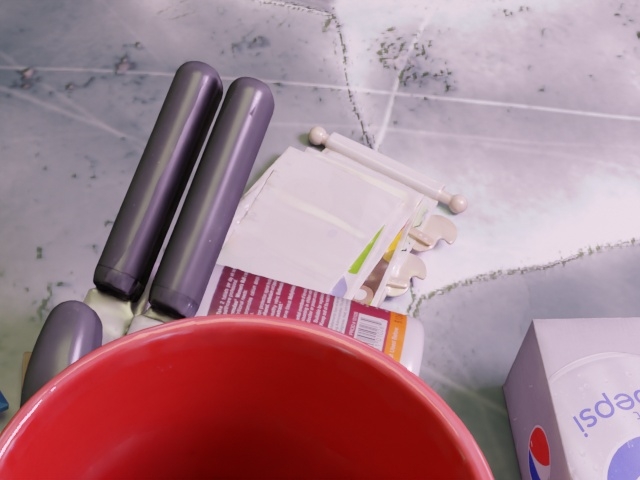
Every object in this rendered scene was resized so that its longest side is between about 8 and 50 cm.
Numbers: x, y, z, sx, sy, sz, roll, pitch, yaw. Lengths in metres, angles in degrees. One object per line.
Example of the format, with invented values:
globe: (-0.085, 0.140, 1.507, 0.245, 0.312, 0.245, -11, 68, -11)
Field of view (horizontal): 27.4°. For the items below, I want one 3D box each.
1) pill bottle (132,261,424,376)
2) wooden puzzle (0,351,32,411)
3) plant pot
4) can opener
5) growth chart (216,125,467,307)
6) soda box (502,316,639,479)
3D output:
pill bottle: (-0.047, 0.085, 0.913, 0.221, 0.121, 0.121, 15, 52, 1)
wooden puzzle: (-0.179, 0.111, 0.941, 0.116, 0.014, 0.078, 9, 47, -9)
plant pot: (-0.055, 0.215, 0.737, 0.275, 0.243, 0.275, 5, 53, -6)
can opener: (-0.108, 0.014, 0.819, 0.076, 0.095, 0.283, 18, 79, 10)
growth chart: (0.000, 0.000, 1.053, 0.172, 0.021, 0.237, 34, 55, 16)
soda box: (0.201, 0.193, 0.888, 0.091, 0.098, 0.286, 0, 52, -9)
